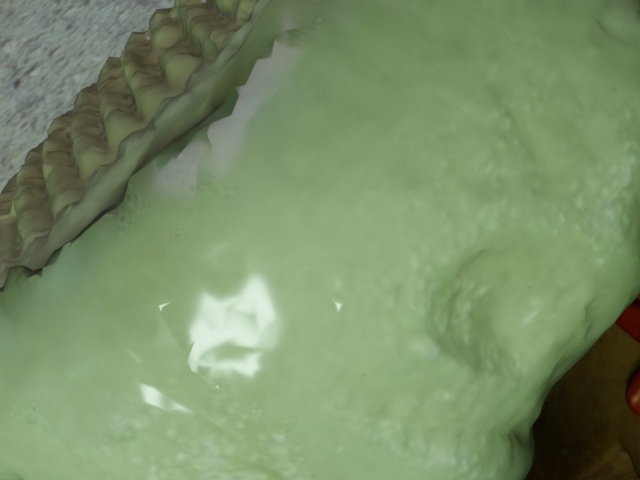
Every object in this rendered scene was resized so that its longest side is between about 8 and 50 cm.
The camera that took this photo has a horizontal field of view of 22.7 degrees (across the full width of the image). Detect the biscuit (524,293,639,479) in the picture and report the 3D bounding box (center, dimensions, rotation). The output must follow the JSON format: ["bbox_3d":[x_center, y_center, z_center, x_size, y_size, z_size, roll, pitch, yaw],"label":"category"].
[{"bbox_3d":[0.140,0.024,0.684,0.324,0.049,0.205,147,127,-59],"label":"biscuit"}]

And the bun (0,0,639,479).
[{"bbox_3d":[0.000,0.000,0.653,0.360,0.211,0.359,-43,17,17],"label":"bun"}]
